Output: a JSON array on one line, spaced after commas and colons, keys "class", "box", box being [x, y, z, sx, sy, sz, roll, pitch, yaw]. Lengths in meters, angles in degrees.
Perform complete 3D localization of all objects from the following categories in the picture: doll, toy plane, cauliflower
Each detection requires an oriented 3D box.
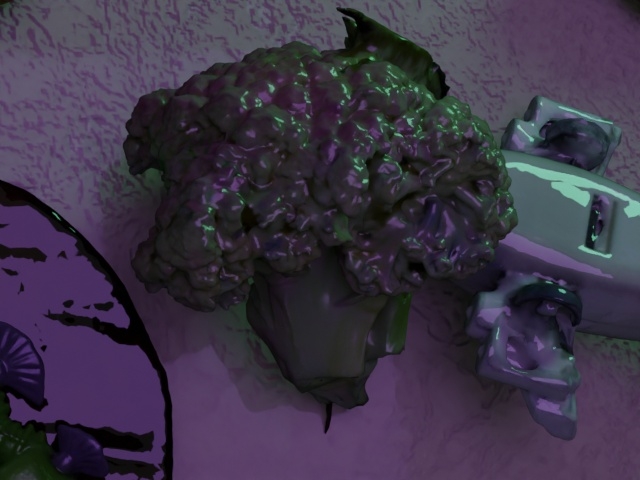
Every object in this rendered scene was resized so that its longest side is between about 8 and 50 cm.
[{"class": "doll", "box": [-0.212, 0.112, 1.046, 0.115, 0.050, 0.190, -32, 86, -22]}, {"class": "toy plane", "box": [0.186, 0.015, 1.215, 0.266, 0.123, 0.267, 10, 58, -16]}, {"class": "cauliflower", "box": [0.000, 0.000, 1.123, 0.256, 0.239, 0.315, -4, 108, 1]}]

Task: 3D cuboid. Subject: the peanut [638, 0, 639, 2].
[{"class": "peanut", "box": [0.292, -0.215, 1.307, 0.227, 0.085, 0.104, 28, 83, -8]}]

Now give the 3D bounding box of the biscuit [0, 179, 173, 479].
[{"class": "biscuit", "box": [-0.298, 0.140, 1.093, 0.407, 0.091, 0.408, 2, 80, -12]}]

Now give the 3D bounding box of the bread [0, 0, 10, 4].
[{"class": "bread", "box": [-0.251, -0.219, 1.182, 0.106, 0.082, 0.125, 7, 67, -23]}]
